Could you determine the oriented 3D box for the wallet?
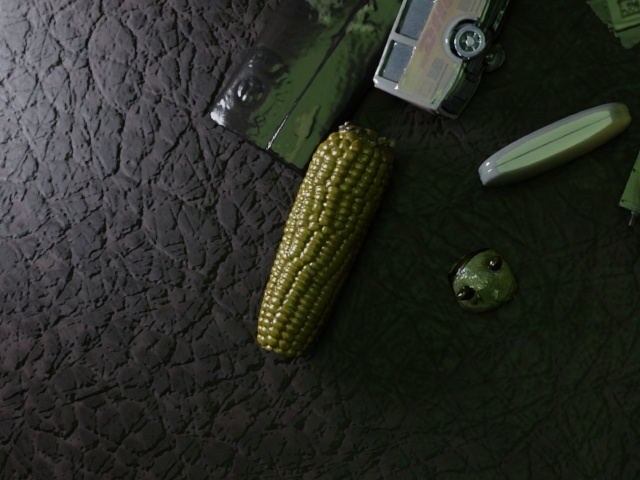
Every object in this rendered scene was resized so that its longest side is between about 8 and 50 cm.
[{"bbox_3d":[0.002,-0.253,1.661,0.170,0.044,0.321,33,90,16],"label":"wallet"}]

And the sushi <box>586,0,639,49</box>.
[{"bbox_3d":[0.393,-0.433,1.596,0.264,0.050,0.290,-40,77,5],"label":"sushi"}]

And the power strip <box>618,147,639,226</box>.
[{"bbox_3d":[0.404,-0.081,1.563,0.051,0.019,0.136,20,87,13],"label":"power strip"}]

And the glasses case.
[{"bbox_3d":[0.287,-0.116,1.565,0.197,0.076,0.049,-25,80,9],"label":"glasses case"}]

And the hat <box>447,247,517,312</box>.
[{"bbox_3d":[0.200,0.049,1.573,0.077,0.059,0.076,-26,83,3],"label":"hat"}]

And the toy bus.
[{"bbox_3d":[0.187,-0.323,1.585,0.138,0.097,0.342,23,97,24],"label":"toy bus"}]

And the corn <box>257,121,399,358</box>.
[{"bbox_3d":[0.000,0.000,1.601,0.106,0.106,0.305,24,91,14],"label":"corn"}]
